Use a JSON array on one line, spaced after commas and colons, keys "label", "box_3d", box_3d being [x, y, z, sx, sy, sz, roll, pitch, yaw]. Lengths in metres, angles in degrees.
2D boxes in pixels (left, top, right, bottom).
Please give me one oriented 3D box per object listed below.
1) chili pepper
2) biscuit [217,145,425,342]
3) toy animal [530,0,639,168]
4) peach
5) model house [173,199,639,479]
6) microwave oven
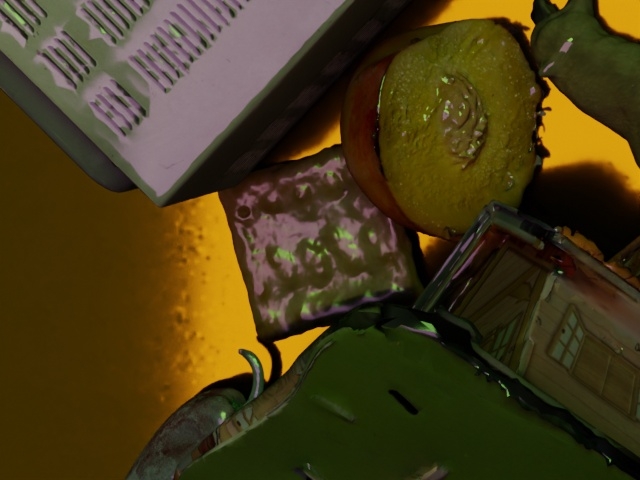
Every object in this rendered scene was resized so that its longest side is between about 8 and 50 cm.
[{"label": "chili pepper", "box_3d": [-0.067, 0.120, 0.808, 0.153, 0.041, 0.050, -53, 43, 14]}, {"label": "biscuit", "box_3d": [0.000, 0.000, 0.787, 0.083, 0.018, 0.081, -16, 94, 14]}, {"label": "toy animal", "box_3d": [0.181, -0.034, 0.712, 0.219, 0.103, 0.101, 47, 129, -4]}, {"label": "peach", "box_3d": [0.049, -0.049, 0.747, 0.061, 0.098, 0.098, 12, 104, 56]}, {"label": "model house", "box_3d": [0.110, 0.103, 0.713, 0.294, 0.154, 0.207, 35, 137, -10]}, {"label": "microwave oven", "box_3d": [-0.086, -0.151, 0.718, 0.240, 0.145, 0.194, 44, 104, 3]}]
